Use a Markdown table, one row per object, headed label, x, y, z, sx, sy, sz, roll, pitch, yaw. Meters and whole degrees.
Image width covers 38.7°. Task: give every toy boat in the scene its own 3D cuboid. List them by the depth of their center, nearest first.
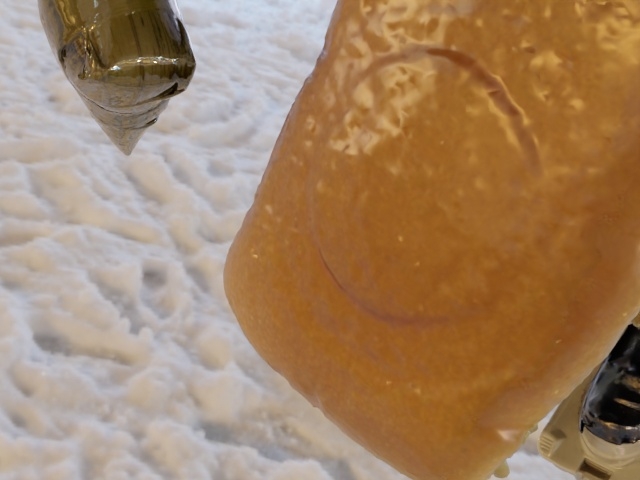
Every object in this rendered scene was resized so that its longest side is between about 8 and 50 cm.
| label | x | y | z | sx | sy | sz | roll | pitch | yaw |
| --- | --- | --- | --- | --- | --- | --- | --- | --- | --- |
| toy boat | 0.328 | 0.125 | 0.914 | 0.140 | 0.270 | 0.141 | 28 | -8 | 4 |

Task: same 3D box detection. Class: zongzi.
| label | x | y | z | sx | sy | sz | roll | pitch | yaw |
| --- | --- | --- | --- | --- | --- | --- | --- | --- | --- |
| zongzi | -0.252 | -0.258 | 1.051 | 0.145 | 0.274 | 0.300 | -15 | -7 | -17 |

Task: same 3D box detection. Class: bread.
| label | x | y | z | sx | sy | sz | roll | pitch | yaw |
| --- | --- | --- | --- | --- | --- | --- | --- | --- | --- |
| bread | 0.065 | -0.027 | 0.376 | 0.174 | 0.246 | 0.121 | 37 | 28 | 20 |
